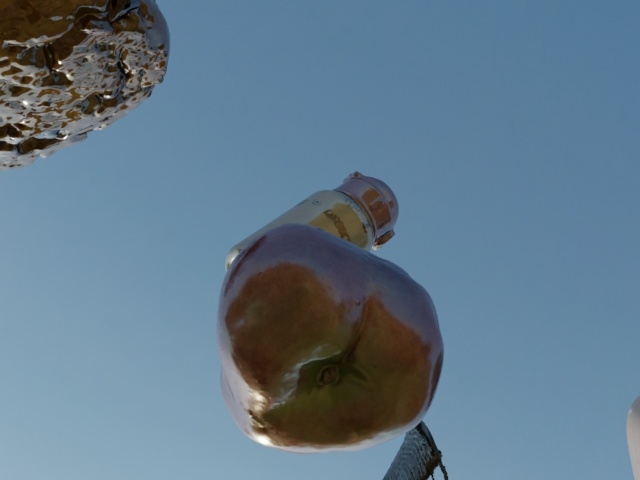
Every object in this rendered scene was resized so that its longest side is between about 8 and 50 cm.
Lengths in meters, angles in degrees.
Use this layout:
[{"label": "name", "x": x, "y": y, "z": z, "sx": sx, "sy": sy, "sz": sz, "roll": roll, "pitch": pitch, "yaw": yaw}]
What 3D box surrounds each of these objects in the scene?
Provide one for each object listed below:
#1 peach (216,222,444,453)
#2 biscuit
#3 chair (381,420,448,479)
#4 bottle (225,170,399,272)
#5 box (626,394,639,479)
[{"label": "peach", "x": 0.000, "y": 0.054, "z": 0.760, "sx": 0.152, "sy": 0.152, "sz": 0.152, "roll": 3, "pitch": -74, "yaw": 9}, {"label": "biscuit", "x": -0.275, "y": -0.142, "z": 1.086, "sx": 0.296, "sy": 0.296, "sz": 0.075, "roll": -27, "pitch": -107, "yaw": 16}, {"label": "chair", "x": 0.102, "y": 0.326, "z": 1.388, "sx": 0.149, "sy": 0.174, "sz": 0.213, "roll": 34, "pitch": -84, "yaw": -20}, {"label": "bottle", "x": 0.000, "y": 0.000, "z": 1.452, "sx": 0.110, "sy": 0.233, "sz": 0.110, "roll": 32, "pitch": -40, "yaw": 32}, {"label": "box", "x": 0.379, "y": 0.247, "z": 1.214, "sx": 0.088, "sy": 0.146, "sz": 0.200, "roll": -14, "pitch": -83, "yaw": -8}]
